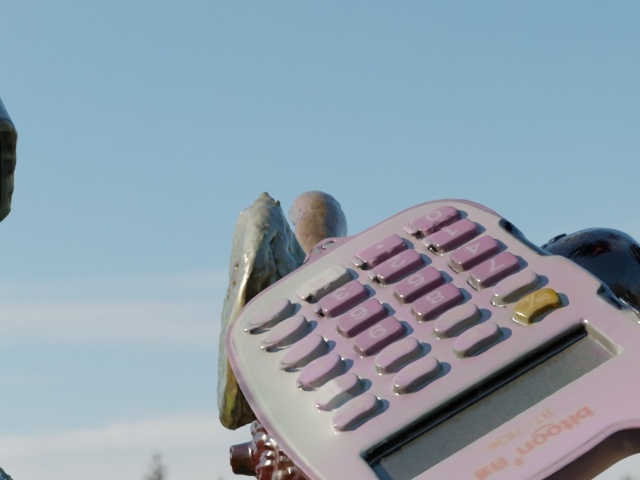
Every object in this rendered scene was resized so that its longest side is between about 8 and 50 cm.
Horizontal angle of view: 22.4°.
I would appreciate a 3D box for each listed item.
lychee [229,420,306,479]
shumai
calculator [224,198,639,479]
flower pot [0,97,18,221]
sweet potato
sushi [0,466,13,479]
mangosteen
[{"bbox_3d":[0.038,0.219,1.628,0.261,0.260,0.260,-2,-14,0],"label":"lychee"},{"bbox_3d":[-0.023,0.062,1.352,0.120,0.201,0.201,6,-15,-3],"label":"shumai"},{"bbox_3d":[0.063,0.067,0.871,0.194,0.043,0.294,-31,34,-10],"label":"calculator"},{"bbox_3d":[-0.325,-0.068,1.087,0.229,0.103,0.108,6,25,-23],"label":"flower pot"},{"bbox_3d":[0.000,0.000,1.669,0.059,0.067,0.281,5,23,-5],"label":"sweet potato"},{"bbox_3d":[-0.242,0.232,1.174,0.212,0.115,0.147,30,-22,37],"label":"sushi"},{"bbox_3d":[0.208,0.065,1.201,0.137,0.151,0.137,-35,-9,-7],"label":"mangosteen"}]
